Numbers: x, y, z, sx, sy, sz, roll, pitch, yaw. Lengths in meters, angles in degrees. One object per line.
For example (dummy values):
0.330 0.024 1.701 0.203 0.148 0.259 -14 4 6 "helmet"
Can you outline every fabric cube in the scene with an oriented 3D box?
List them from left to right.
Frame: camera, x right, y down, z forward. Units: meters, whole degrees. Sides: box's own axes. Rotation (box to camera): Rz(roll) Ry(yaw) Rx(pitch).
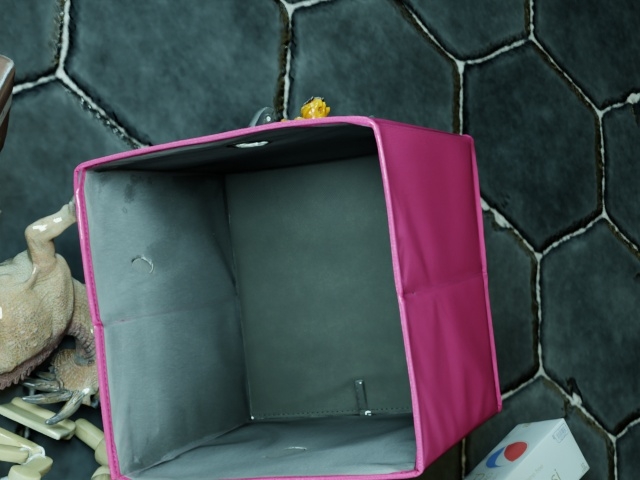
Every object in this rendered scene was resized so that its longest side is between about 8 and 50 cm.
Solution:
-0.012 0.045 0.951 0.258 0.254 0.259 -8 91 -67 "fabric cube"

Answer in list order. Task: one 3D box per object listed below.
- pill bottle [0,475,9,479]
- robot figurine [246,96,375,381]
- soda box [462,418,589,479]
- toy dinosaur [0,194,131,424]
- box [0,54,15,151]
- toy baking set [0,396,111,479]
-0.217 0.268 0.914 0.246 0.136 0.136 33 61 -26 "pill bottle"
0.000 0.000 1.182 0.211 0.085 0.291 1 78 -37 "robot figurine"
0.197 0.281 1.265 0.216 0.074 0.069 -34 99 -37 "soda box"
-0.261 0.076 0.946 0.296 0.127 0.200 -14 94 -33 "toy dinosaur"
-0.422 -0.094 0.779 0.381 0.143 0.191 23 63 -6 "box"
-0.182 0.192 0.905 0.197 0.256 0.030 11 103 -61 "toy baking set"
